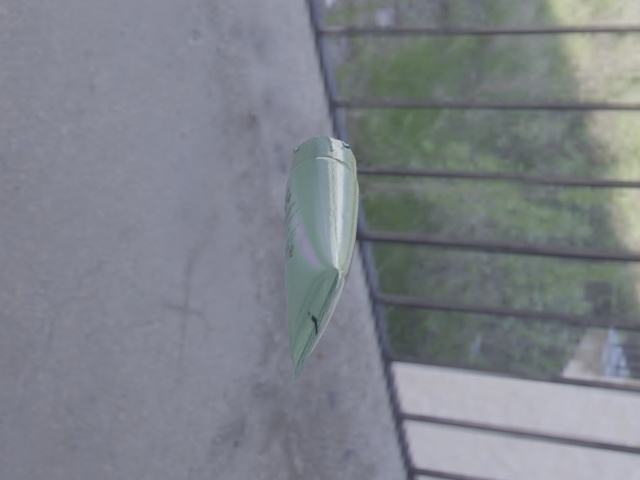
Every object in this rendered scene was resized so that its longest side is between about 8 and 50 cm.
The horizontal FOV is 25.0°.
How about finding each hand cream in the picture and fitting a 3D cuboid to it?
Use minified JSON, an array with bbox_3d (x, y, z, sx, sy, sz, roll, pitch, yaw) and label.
[{"bbox_3d":[0.000,0.000,0.919,0.205,0.050,0.078,-88,-161,-58],"label":"hand cream"}]
